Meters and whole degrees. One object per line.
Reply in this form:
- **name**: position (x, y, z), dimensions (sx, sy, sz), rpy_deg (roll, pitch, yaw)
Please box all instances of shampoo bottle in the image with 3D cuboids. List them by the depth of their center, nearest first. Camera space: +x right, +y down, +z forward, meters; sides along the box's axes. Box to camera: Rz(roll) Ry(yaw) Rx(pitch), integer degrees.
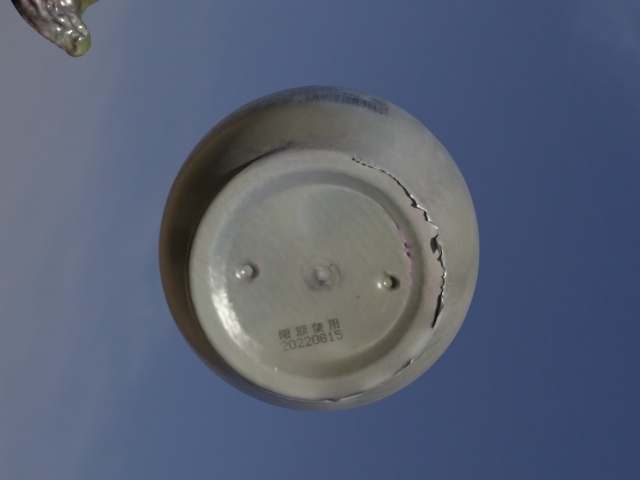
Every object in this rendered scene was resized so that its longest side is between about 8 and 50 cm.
- **shampoo bottle**: position (0.000, 0.000, 1.113), dimensions (0.266, 0.273, 0.273), rpy_deg (-78, -173, -76)

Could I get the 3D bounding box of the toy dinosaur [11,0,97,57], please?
- **toy dinosaur**: position (-0.174, -0.282, 0.979), dimensions (0.077, 0.162, 0.294), rpy_deg (-32, -116, 46)
